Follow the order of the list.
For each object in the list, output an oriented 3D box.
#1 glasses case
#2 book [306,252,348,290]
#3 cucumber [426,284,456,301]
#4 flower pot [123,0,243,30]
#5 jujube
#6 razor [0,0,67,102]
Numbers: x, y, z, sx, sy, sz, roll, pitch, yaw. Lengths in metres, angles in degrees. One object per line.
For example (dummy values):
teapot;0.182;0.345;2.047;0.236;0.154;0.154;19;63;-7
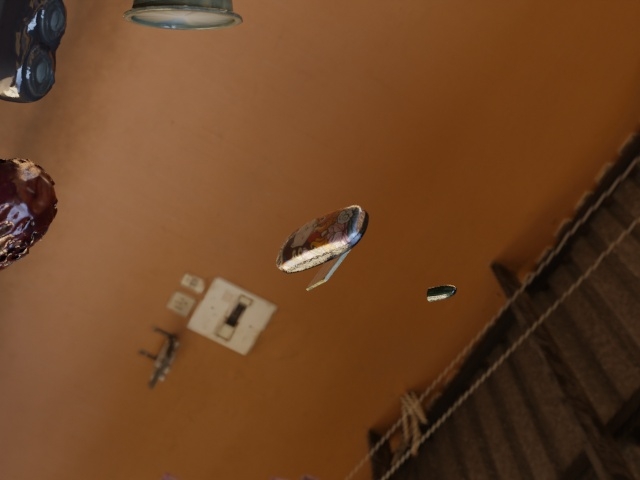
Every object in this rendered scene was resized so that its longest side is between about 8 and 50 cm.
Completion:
glasses case;0.000;0.000;2.068;0.321;0.082;0.122;-24;-142;45
book;0.035;0.056;2.128;0.168;0.013;0.192;-53;-174;-18
cucumber;0.396;0.167;2.579;0.105;0.048;0.048;-14;-136;38
flower pot;-0.239;-0.487;1.422;0.212;0.213;0.202;-147;-120;-76
jujube;-0.793;-0.052;1.917;0.377;0.258;0.258;-21;-148;21
razor;-0.581;-0.343;1.259;0.113;0.349;0.204;50;55;-87
